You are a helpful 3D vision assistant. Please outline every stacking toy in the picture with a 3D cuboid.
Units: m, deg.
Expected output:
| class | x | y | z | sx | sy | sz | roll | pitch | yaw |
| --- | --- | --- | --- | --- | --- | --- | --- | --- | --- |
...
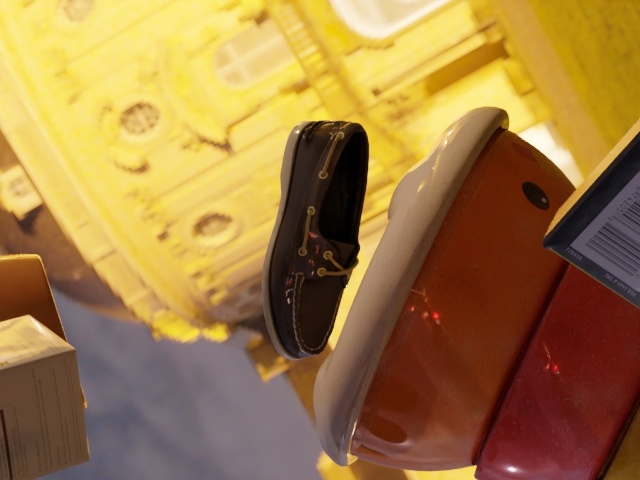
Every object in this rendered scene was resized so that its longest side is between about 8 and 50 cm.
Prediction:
| class | x | y | z | sx | sy | sz | roll | pitch | yaw |
| --- | --- | --- | --- | --- | --- | --- | --- | --- | --- |
| stacking toy | 0.266 | 0.121 | 1.266 | 0.480 | 0.350 | 0.350 | 24 | -173 | 9 |

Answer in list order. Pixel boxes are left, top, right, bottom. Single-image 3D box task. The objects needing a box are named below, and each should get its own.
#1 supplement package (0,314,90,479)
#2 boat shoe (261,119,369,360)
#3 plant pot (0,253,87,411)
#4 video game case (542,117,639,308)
| class | x | y | z | sx | sy | sz | roll | pitch | yaw |
| --- | --- | --- | --- | --- | --- | --- | --- | --- | --- |
| supplement package | -0.383 | 0.184 | 1.498 | 0.139 | 0.244 | 0.133 | 23 | 123 | 54 |
| boat shoe | 0.000 | 0.000 | 1.340 | 0.081 | 0.069 | 0.227 | 9 | -96 | -47 |
| plant pot | -0.404 | 0.139 | 1.724 | 0.291 | 0.204 | 0.290 | 162 | 90 | -79 |
| video game case | 0.280 | -0.008 | 0.727 | 0.248 | 0.275 | 0.035 | 34 | -128 | 0 |
